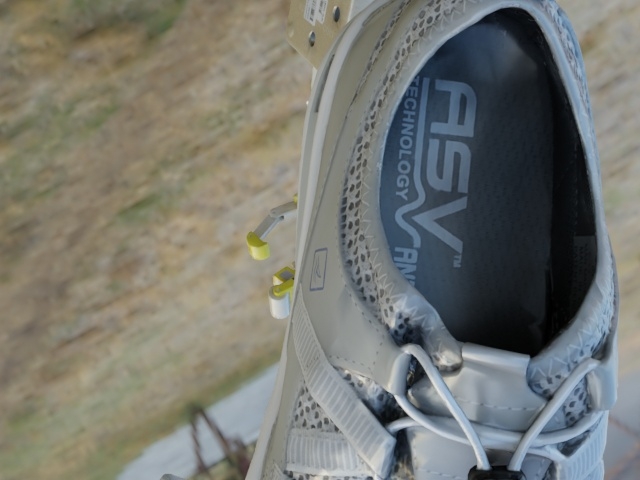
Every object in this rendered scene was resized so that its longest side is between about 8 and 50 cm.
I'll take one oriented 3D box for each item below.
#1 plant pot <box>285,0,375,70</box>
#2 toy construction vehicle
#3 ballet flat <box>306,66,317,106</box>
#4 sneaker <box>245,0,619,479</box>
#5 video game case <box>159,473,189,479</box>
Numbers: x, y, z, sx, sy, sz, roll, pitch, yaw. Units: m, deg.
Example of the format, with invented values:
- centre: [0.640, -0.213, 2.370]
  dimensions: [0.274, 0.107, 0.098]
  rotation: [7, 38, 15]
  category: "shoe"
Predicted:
- centre: [0.042, -0.131, 0.878]
  dimensions: [0.096, 0.109, 0.109]
  rotation: [-1, 118, -26]
  category: "plant pot"
- centre: [0.000, 0.000, 1.009]
  dimensions: [0.098, 0.035, 0.086]
  rotation: [-33, 148, -15]
  category: "toy construction vehicle"
- centre: [0.052, -0.141, 1.135]
  dimensions: [0.147, 0.409, 0.147]
  rotation: [1, -163, 0]
  category: "ballet flat"
- centre: [0.030, 0.055, 0.438]
  dimensions: [0.105, 0.281, 0.115]
  rotation: [-1, 171, -8]
  category: "sneaker"
- centre: [-0.093, 0.391, 1.427]
  dimensions: [0.300, 0.036, 0.329]
  rotation: [25, 100, -31]
  category: "video game case"
